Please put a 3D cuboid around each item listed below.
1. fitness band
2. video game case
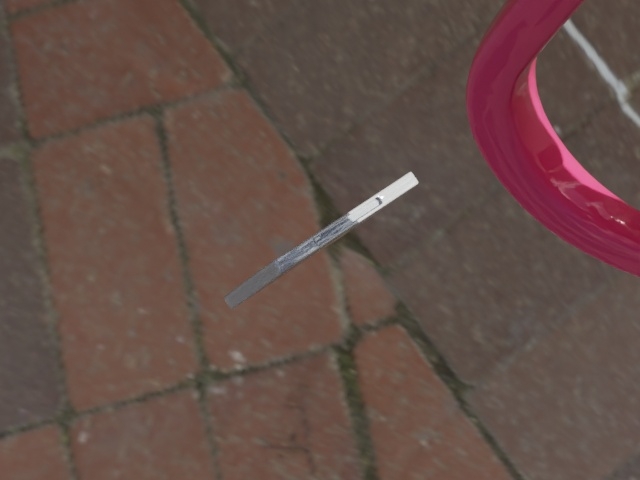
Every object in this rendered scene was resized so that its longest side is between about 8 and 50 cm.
[{"bbox_3d":[0.187,-0.072,0.955,0.209,0.291,0.054,33,60,-3],"label":"fitness band"},{"bbox_3d":[0.000,0.000,1.235,0.122,0.087,0.011,-33,88,-30],"label":"video game case"}]
